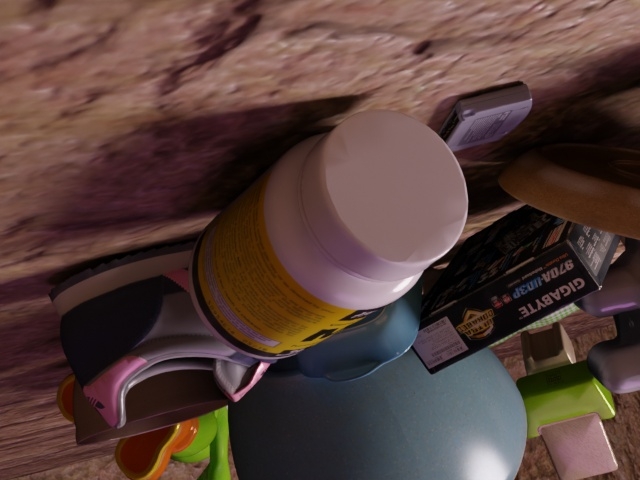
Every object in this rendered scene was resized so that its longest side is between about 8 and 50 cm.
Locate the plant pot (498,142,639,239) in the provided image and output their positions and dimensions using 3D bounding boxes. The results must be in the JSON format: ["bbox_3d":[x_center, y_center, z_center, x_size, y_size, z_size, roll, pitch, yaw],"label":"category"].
[{"bbox_3d":[0.258,-0.039,0.874,0.236,0.032,0.236,9,-164,-3],"label":"plant pot"}]

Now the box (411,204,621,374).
[{"bbox_3d":[0.182,0.017,1.007,0.175,0.051,0.220,-32,-174,31],"label":"box"}]

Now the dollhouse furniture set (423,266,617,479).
[{"bbox_3d":[0.223,0.142,1.276,0.197,0.151,0.301,-18,-151,15],"label":"dollhouse furniture set"}]

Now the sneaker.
[{"bbox_3d":[-0.048,0.058,0.917,0.319,0.131,0.112,-15,168,-7],"label":"sneaker"}]

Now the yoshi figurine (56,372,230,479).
[{"bbox_3d":[-0.187,0.227,1.432,0.203,0.203,0.362,-4,176,20],"label":"yoshi figurine"}]

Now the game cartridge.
[{"bbox_3d":[0.113,-0.083,0.772,0.056,0.017,0.083,-11,168,-10],"label":"game cartridge"}]

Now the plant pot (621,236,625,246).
[{"bbox_3d":[0.480,-0.001,1.244,0.284,0.191,0.284,-16,169,-3],"label":"plant pot"}]

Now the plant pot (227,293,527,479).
[{"bbox_3d":[0.026,0.144,1.074,0.290,0.290,0.195,-20,125,16],"label":"plant pot"}]

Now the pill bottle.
[{"bbox_3d":[0.000,0.000,0.745,0.119,0.119,0.208,-10,167,-29],"label":"pill bottle"}]

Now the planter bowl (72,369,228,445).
[{"bbox_3d":[-0.178,0.132,1.142,0.162,0.109,0.162,-15,168,-3],"label":"planter bowl"}]

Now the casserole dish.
[{"bbox_3d":[0.030,0.045,0.985,0.114,0.037,0.188,-15,-147,19],"label":"casserole dish"}]

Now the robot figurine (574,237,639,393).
[{"bbox_3d":[0.416,0.047,1.037,0.353,0.300,0.200,-14,-177,6],"label":"robot figurine"}]
